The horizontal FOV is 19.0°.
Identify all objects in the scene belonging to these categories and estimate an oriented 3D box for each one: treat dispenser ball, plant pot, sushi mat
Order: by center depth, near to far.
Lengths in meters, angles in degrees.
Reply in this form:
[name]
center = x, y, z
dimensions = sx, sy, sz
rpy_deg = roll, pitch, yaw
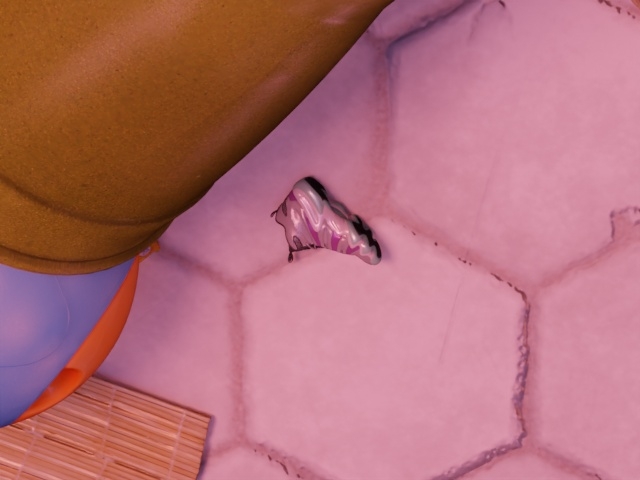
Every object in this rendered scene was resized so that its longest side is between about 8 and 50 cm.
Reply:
[plant pot]
center = -0.115, -0.206, 1.343
dimensions = 0.353, 0.366, 0.366
rpy_deg = -27, 105, 39
[treat dispenser ball]
center = -0.289, 0.011, 1.539
dimensions = 0.288, 0.288, 0.288
rpy_deg = 2, 109, 6
[sushi mat]
center = -0.263, 0.172, 1.734
dimensions = 0.316, 0.019, 0.151
rpy_deg = 20, 109, -1

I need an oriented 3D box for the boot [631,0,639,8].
[boot]
center = 0.375, -0.282, 1.355
dimensions = 0.377, 0.284, 0.138
rpy_deg = -5, 130, 10

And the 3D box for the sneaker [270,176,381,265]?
[sneaker]
center = 0.000, 0.000, 1.638
dimensions = 0.098, 0.038, 0.069
rpy_deg = 45, 110, 1

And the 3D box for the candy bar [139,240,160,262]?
[candy bar]
center = -0.208, 0.039, 1.682
dimensions = 0.161, 0.018, 0.040
rpy_deg = -38, 105, 16
